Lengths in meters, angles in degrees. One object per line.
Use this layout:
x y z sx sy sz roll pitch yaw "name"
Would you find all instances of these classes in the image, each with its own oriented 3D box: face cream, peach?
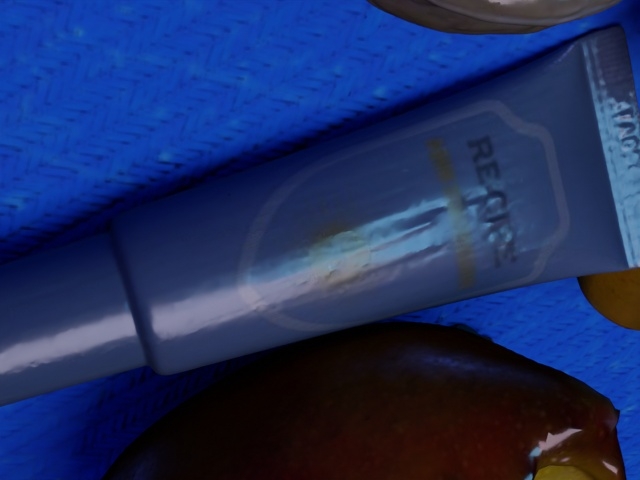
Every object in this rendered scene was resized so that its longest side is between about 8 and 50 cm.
0.000 0.000 0.634 0.385 0.086 0.135 -17 101 -10 "face cream"
0.008 0.151 0.696 0.258 0.201 0.361 26 121 -34 "peach"

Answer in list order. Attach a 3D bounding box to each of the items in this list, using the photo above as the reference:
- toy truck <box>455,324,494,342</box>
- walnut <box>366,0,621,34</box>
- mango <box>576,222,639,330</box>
0.090 0.096 0.802 0.044 0.039 0.083 14 124 -13 "toy truck"
0.075 -0.151 0.492 0.162 0.140 0.140 -18 137 -22 "walnut"
0.232 -0.018 0.723 0.115 0.090 0.178 32 105 -33 "mango"
